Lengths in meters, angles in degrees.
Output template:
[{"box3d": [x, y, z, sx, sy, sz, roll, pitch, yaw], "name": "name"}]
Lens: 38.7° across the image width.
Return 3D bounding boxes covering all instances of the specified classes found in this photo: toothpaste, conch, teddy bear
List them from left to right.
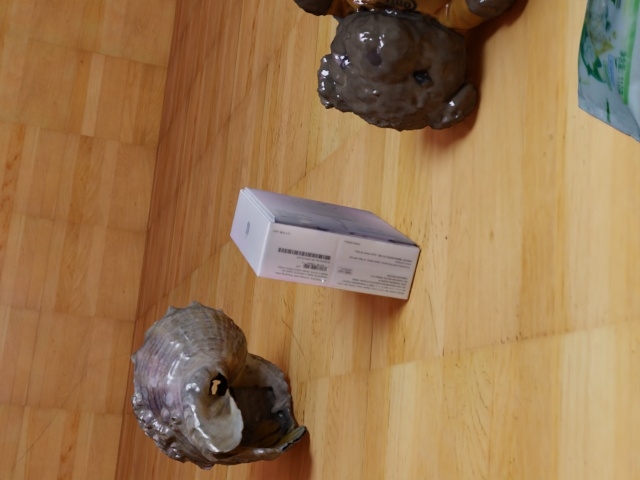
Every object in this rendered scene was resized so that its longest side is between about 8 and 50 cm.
[{"box3d": [-0.104, 0.165, 0.946, 0.245, 0.178, 0.163, -136, 53, -67], "name": "conch"}, {"box3d": [0.062, -0.178, 0.683, 0.140, 0.177, 0.190, -20, -59, -64], "name": "teddy bear"}, {"box3d": [0.166, -0.202, 0.460, 0.075, 0.048, 0.297, -120, 29, -65], "name": "toothpaste"}]

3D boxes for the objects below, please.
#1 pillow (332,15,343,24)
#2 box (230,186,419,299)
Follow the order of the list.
[{"box3d": [0.037, -0.345, 1.000, 0.256, 0.034, 0.189, -106, 31, -54], "name": "pillow"}, {"box3d": [0.000, 0.000, 0.784, 0.129, 0.130, 0.051, -137, 60, -69], "name": "box"}]
